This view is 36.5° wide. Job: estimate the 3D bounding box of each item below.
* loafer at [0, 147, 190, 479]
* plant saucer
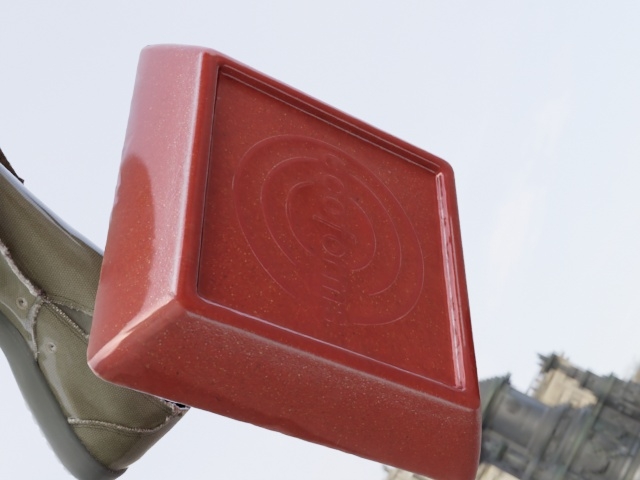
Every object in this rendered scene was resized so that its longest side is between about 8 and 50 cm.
[{"bbox_3d":[-0.155,0.022,0.573,0.251,0.087,0.094,63,-172,-15],"label":"loafer"},{"bbox_3d":[0.000,0.000,0.610,0.048,0.259,0.258,-43,35,41],"label":"plant saucer"}]
